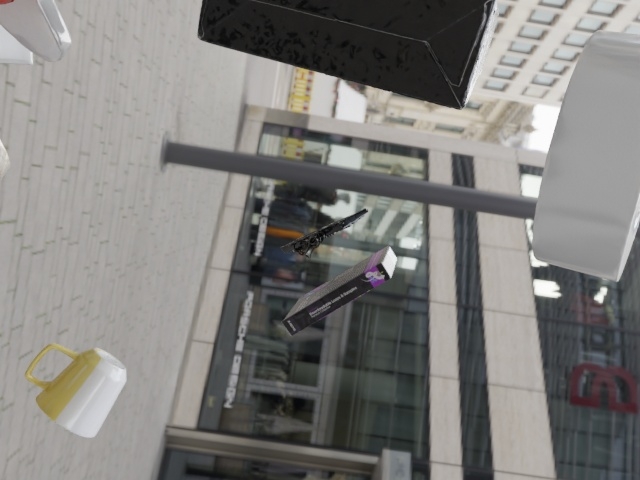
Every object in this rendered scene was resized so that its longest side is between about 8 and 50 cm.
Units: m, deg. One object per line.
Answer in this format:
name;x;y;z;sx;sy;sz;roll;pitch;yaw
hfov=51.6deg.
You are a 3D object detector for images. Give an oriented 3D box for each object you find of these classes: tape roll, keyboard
tape roll;0.342;-0.099;0.783;0.286;0.100;0.286;-40;138;-48
keyboard;0.000;0.000;1.103;0.192;0.100;0.038;-24;-87;56

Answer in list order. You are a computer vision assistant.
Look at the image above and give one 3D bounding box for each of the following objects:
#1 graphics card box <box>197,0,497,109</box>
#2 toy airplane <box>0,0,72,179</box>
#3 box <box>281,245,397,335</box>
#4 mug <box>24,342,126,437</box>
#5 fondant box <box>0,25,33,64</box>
graphics card box;0.058;-0.224;0.674;0.371;0.233;0.094;-49;156;-65
toy airplane;-0.425;-0.230;0.580;0.272;0.386;0.384;-49;-167;-30
box;0.029;0.069;0.925;0.029;0.162;0.116;59;15;-4
mug;-0.212;0.128;0.587;0.064;0.062;0.078;-53;137;-7
fondant box;-0.547;-0.425;1.087;0.330;0.096;0.238;33;-57;56
